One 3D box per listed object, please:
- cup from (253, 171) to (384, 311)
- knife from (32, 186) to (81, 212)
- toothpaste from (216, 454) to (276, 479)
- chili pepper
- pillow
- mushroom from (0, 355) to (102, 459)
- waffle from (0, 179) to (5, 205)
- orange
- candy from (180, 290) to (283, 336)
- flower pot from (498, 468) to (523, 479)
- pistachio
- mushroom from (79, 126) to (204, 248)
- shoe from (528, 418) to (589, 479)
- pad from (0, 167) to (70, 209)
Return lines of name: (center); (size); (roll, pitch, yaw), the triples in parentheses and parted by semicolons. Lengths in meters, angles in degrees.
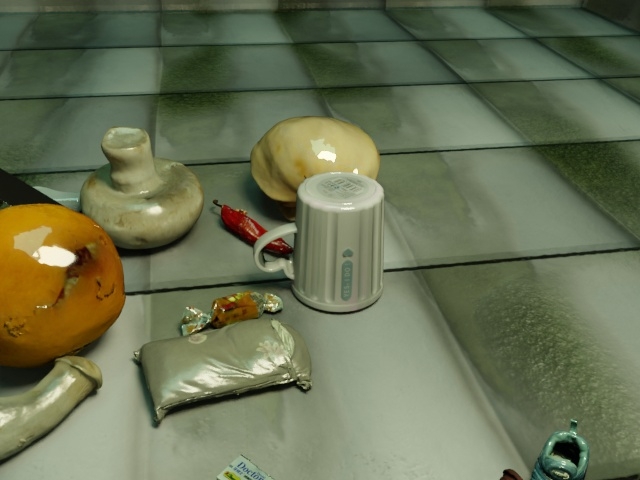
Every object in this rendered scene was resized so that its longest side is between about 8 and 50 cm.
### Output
cup: (0.012, 0.006, 1.105); (0.221, 0.202, 0.167); (-21, 37, -33)
knife: (-0.465, -0.088, 1.380); (0.331, 0.044, 0.080); (-1, 29, -15)
toothpaste: (-0.051, 0.320, 0.768); (0.164, 0.034, 0.046); (24, 39, 30)
chili pepper: (-0.143, -0.025, 1.290); (0.268, 0.059, 0.050); (33, 82, 35)
pillow: (-0.142, 0.178, 0.963); (0.254, 0.059, 0.169); (-10, 37, -19)
mushroom: (-0.395, 0.226, 0.855); (0.223, 0.081, 0.092); (-24, 61, -39)
waffle: (-0.637, 0.006, 1.116); (0.261, 0.151, 0.324); (-17, 32, -24)
orange: (-0.414, 0.066, 0.946); (0.246, 0.246, 0.246); (2, 33, -1)
candy: (-0.148, 0.114, 1.071); (0.182, 0.047, 0.053); (-15, 38, -28)
flower pot: (0.199, 0.327, 0.725); (0.089, 0.111, 0.111); (-20, 36, -6)
pistachio: (-0.014, -0.154, 1.346); (0.238, 0.229, 0.321); (-46, 40, -17)
mushroom: (-0.349, -0.110, 1.243); (0.243, 0.244, 0.244); (2, 33, -1)
shoe: (0.296, 0.292, 0.800); (0.063, 0.071, 0.143); (22, 43, 29)
pad: (-0.514, -0.058, 1.185); (0.265, 0.009, 0.159); (33, 8, -14)
